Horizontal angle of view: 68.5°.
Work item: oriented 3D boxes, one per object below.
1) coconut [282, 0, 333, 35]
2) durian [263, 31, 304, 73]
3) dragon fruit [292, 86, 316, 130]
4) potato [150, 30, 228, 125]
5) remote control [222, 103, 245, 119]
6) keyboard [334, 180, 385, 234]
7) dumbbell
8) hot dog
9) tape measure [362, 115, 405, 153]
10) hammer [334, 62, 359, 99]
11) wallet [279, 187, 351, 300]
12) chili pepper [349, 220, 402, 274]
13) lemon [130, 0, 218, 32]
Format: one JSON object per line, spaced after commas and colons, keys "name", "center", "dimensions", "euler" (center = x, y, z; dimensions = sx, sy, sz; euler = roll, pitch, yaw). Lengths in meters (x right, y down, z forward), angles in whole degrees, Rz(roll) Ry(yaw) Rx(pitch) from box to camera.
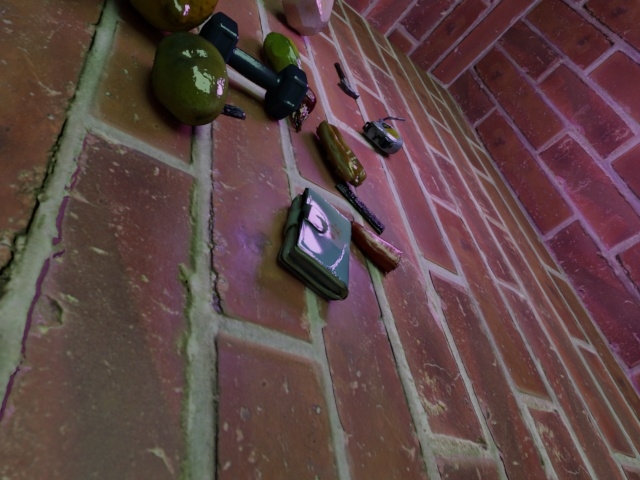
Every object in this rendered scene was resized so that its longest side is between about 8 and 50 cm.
{"name": "coconut", "center": [-0.055, -1.010, 2.001], "dimensions": [0.197, 0.237, 0.236], "euler": [15, 13, 33]}
{"name": "durian", "center": [-0.130, -0.624, 1.600], "dimensions": [0.250, 0.101, 0.139], "euler": [57, -4, 16]}
{"name": "dragon fruit", "center": [-0.054, -0.416, 1.463], "dimensions": [0.094, 0.094, 0.191], "euler": [24, 42, -34]}
{"name": "potato", "center": [-0.291, -0.360, 1.046], "dimensions": [0.169, 0.144, 0.248], "euler": [-10, 60, -11]}
{"name": "remote control", "center": [-0.232, -0.337, 1.214], "dimensions": [0.096, 0.014, 0.039], "euler": [-2, 56, -51]}
{"name": "keyboard", "center": [0.121, -0.099, 1.384], "dimensions": [0.195, 0.018, 0.060], "euler": [47, 27, -2]}
{"name": "dumbbell", "center": [-0.190, -0.472, 1.296], "dimensions": [0.316, 0.143, 0.157], "euler": [26, 37, -34]}
{"name": "hot dog", "center": [0.056, -0.266, 1.437], "dimensions": [0.109, 0.072, 0.270], "euler": [17, 38, -54]}
{"name": "tape measure", "center": [0.287, -0.428, 1.905], "dimensions": [0.164, 0.084, 0.330], "euler": [54, 32, 6]}
{"name": "hammer", "center": [0.097, -0.717, 2.061], "dimensions": [0.103, 0.029, 0.247], "euler": [21, 38, -39]}
{"name": "wallet", "center": [0.000, 0.000, 1.059], "dimensions": [0.176, 0.075, 0.250], "euler": [40, 30, -20]}
{"name": "chili pepper", "center": [0.137, 0.005, 1.245], "dimensions": [0.169, 0.065, 0.088], "euler": [39, 30, -7]}
{"name": "lemon", "center": [-0.373, -0.660, 1.180], "dimensions": [0.245, 0.245, 0.320], "euler": [14, 49, -43]}
